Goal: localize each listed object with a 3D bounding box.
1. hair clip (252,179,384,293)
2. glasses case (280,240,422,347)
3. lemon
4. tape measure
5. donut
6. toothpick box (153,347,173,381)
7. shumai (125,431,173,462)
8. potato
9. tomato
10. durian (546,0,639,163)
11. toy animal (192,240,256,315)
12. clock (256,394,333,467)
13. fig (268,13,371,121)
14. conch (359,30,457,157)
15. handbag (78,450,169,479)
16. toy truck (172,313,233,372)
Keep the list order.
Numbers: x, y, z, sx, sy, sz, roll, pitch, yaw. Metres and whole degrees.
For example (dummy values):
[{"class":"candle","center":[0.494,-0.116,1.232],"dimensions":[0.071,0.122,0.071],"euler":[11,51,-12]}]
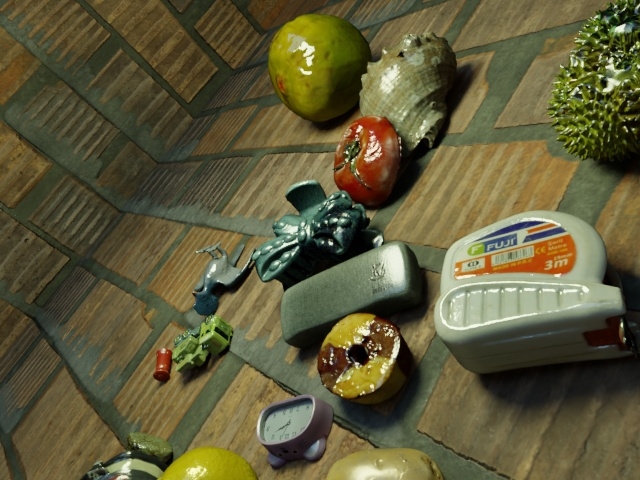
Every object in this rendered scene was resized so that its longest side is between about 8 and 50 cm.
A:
[{"class":"hair clip","center":[-0.002,-0.004,1.252],"dimensions":[0.310,0.194,0.207],"euler":[-19,52,34]},{"class":"glasses case","center":[0.054,0.114,1.108],"dimensions":[0.323,0.074,0.131],"euler":[-26,51,30]},{"class":"lemon","center":[-0.192,0.443,0.924],"dimensions":[0.178,0.203,0.178],"euler":[-49,24,30]},{"class":"tape measure","center":[0.310,0.078,0.809],"dimensions":[0.258,0.130,0.265],"euler":[-19,34,33]},{"class":"donut","center":[0.081,0.215,0.976],"dimensions":[0.184,0.073,0.166],"euler":[-5,49,47]},{"class":"toothpick box","center":[-0.426,0.338,1.478],"dimensions":[0.047,0.047,0.083],"euler":[-35,33,18]},{"class":"shumai","center":[-0.399,0.492,1.233],"dimensions":[0.123,0.098,0.088],"euler":[4,73,55]},{"class":"potato","center":[0.090,0.353,0.771],"dimensions":[0.178,0.118,0.110],"euler":[-15,77,22]},{"class":"tomato","center":[0.097,-0.197,1.330],"dimensions":[0.228,0.101,0.228],"euler":[-31,54,57]},{"class":"durian","center":[0.513,-0.262,0.881],"dimensions":[0.291,0.224,0.292],"euler":[-172,90,-73]},{"class":"toy animal","center":[-0.294,0.097,1.573],"dimensions":[0.239,0.177,0.255],"euler":[-11,11,40]},{"class":"clock","center":[-0.053,0.349,1.004],"dimensions":[0.152,0.050,0.110],"euler":[-25,37,32]},{"class":"fig","center":[0.011,-0.550,1.736],"dimensions":[0.343,0.343,0.344],"euler":[-31,34,24]},{"class":"conch","center":[0.202,-0.384,1.404],"dimensions":[0.297,0.210,0.353],"euler":[-31,32,39]},{"class":"handbag","center":[-0.434,0.553,1.110],"dimensions":[0.254,0.181,0.181],"euler":[-36,34,11]},{"class":"toy truck","center":[-0.305,0.269,1.380],"dimensions":[0.168,0.077,0.100],"euler":[-32,31,20]}]
